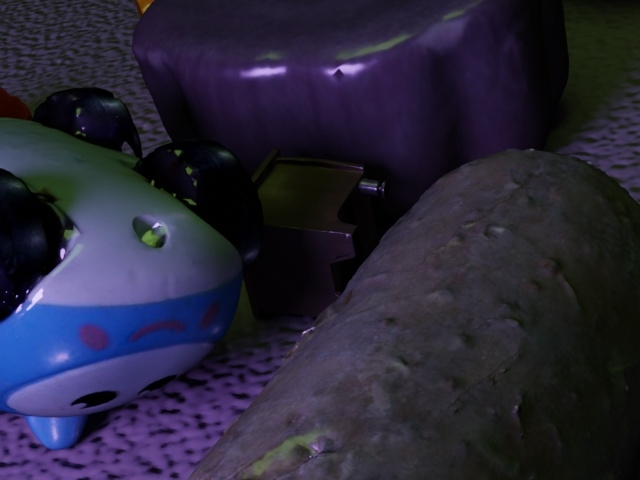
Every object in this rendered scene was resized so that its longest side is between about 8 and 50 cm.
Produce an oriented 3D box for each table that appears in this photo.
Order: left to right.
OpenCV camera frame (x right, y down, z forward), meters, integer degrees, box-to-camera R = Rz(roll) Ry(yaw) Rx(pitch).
[{"bbox_3d":[0.000,0.000,0.847,0.082,0.083,0.070,7,40,24],"label":"table"}]

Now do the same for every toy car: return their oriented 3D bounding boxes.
[{"bbox_3d":[-0.163,0.022,0.790,0.188,0.190,0.255,-11,25,-42],"label":"toy car"}]

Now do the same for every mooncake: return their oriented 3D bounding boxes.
[{"bbox_3d":[0.025,-0.131,0.981,0.306,0.154,0.306,-13,29,7],"label":"mooncake"}]

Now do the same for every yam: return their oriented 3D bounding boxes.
[{"bbox_3d":[0.056,0.087,0.601,0.161,0.161,0.268,5,37,32],"label":"yam"}]

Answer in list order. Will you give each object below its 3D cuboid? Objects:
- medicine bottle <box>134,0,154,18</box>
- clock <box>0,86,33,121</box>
[{"bbox_3d":[-0.058,-0.202,1.196,0.192,0.096,0.096,-20,30,-5],"label":"medicine bottle"},{"bbox_3d":[-0.337,-0.080,1.169,0.155,0.061,0.113,-11,31,14],"label":"clock"}]
